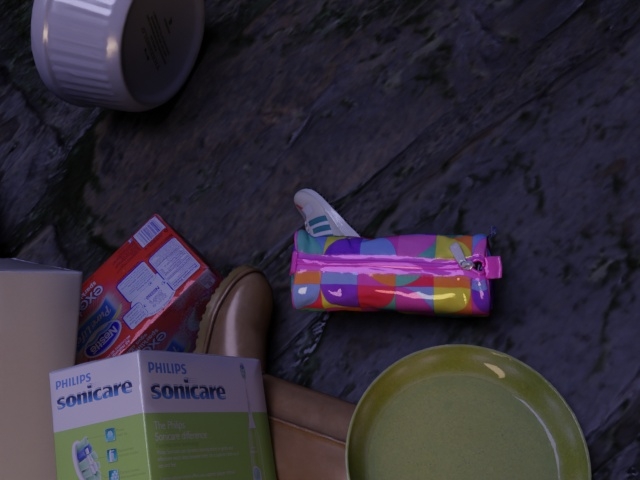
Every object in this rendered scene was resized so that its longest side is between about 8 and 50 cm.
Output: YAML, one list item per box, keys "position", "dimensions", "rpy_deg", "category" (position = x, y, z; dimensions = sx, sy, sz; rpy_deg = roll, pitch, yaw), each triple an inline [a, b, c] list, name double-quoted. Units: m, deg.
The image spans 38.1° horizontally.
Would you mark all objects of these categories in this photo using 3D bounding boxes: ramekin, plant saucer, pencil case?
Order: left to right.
- position: [-0.273, -0.308, 1.322]
  dimensions: [0.127, 0.273, 0.273]
  rpy_deg: [19, 71, 19]
  category: "ramekin"
- position: [0.082, 0.035, 1.029]
  dimensions: [0.236, 0.104, 0.104]
  rpy_deg: [-1, 61, 12]
  category: "pencil case"
- position: [0.143, 0.221, 0.917]
  dimensions: [0.241, 0.037, 0.241]
  rpy_deg: [1, 63, -2]
  category: "plant saucer"

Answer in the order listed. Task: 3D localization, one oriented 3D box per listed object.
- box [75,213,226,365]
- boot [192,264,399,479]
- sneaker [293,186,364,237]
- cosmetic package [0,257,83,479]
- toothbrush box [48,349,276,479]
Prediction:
- position: [-0.232, 0.113, 1.136]
  dimensions: [0.257, 0.122, 0.128]
  rpy_deg: [-45, 53, -5]
  category: "box"
- position: [-0.023, 0.171, 1.038]
  dimensions: [0.269, 0.089, 0.236]
  rpy_deg: [16, 83, 32]
  category: "boot"
- position: [0.000, 0.000, 1.138]
  dimensions: [0.075, 0.057, 0.161]
  rpy_deg: [-39, 56, -8]
  category: "sneaker"
- position: [-0.360, 0.177, 1.021]
  dimensions: [0.160, 0.113, 0.309]
  rpy_deg: [6, 92, 44]
  category: "cosmetic package"
- position: [-0.141, 0.260, 0.909]
  dimensions: [0.122, 0.206, 0.283]
  rpy_deg: [-15, 74, 27]
  category: "toothbrush box"
